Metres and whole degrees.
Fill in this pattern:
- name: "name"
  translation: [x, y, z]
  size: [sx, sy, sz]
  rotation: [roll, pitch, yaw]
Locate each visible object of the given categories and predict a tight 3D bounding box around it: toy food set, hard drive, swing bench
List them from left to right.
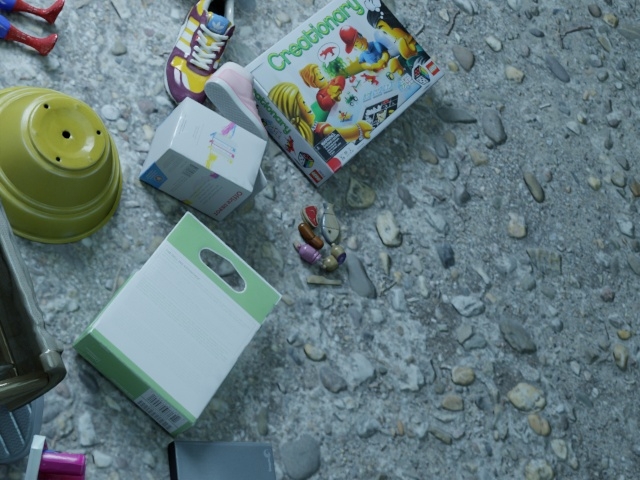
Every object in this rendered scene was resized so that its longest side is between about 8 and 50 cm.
- name: "swing bench"
  translation: [-0.418, 0.069, 1.512]
  size: [0.254, 0.165, 0.253]
  rotation: [-20, 78, -8]
- name: "hard drive"
  translation: [-0.116, 0.290, 1.755]
  size: [0.135, 0.022, 0.094]
  rotation: [6, 63, -31]
- name: "toy food set"
  translation: [0.000, 0.000, 1.982]
  size: [0.078, 0.019, 0.122]
  rotation: [4, 64, -32]

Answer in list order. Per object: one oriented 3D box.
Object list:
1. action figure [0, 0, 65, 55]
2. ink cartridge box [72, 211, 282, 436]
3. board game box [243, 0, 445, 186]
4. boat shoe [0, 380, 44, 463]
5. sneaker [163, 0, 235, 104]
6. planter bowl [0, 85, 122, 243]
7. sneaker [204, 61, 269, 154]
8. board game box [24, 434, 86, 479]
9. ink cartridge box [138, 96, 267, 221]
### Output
- name: "action figure"
  translation: [-0.443, -0.334, 1.789]
  size: [0.280, 0.139, 0.091]
  rotation: [18, 57, -22]
- name: "ink cartridge box"
  translation: [-0.172, 0.100, 1.795]
  size: [0.171, 0.056, 0.235]
  rotation: [43, 48, -9]
- name: "board game box"
  translation: [0.029, -0.233, 2.099]
  size: [0.193, 0.053, 0.305]
  rotation: [48, 50, -3]
- name: "boat shoe"
  translation: [-0.371, 0.101, 1.634]
  size: [0.109, 0.094, 0.302]
  rotation: [-17, 80, 5]
- name: "sneaker"
  translation: [-0.160, -0.265, 1.970]
  size: [0.069, 0.084, 0.186]
  rotation: [22, 56, -23]
- name: "planter bowl"
  translation: [-0.325, -0.112, 1.779]
  size: [0.217, 0.090, 0.217]
  rotation: [15, 60, -27]
- name: "sneaker"
  translation: [-0.101, -0.183, 1.971]
  size: [0.134, 0.051, 0.070]
  rotation: [56, 41, -27]
- name: "board game box"
  translation: [-0.264, 0.402, 1.326]
  size: [0.050, 0.390, 0.390]
  rotation: [9, 72, -5]
- name: "ink cartridge box"
  translation: [-0.144, -0.100, 1.892]
  size: [0.143, 0.092, 0.090]
  rotation: [29, 53, -20]
